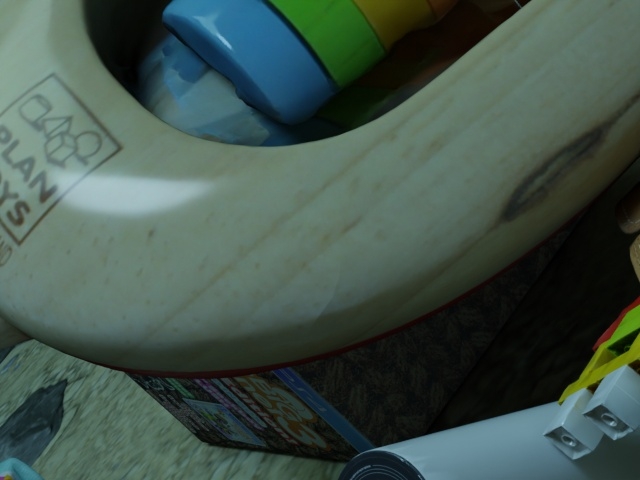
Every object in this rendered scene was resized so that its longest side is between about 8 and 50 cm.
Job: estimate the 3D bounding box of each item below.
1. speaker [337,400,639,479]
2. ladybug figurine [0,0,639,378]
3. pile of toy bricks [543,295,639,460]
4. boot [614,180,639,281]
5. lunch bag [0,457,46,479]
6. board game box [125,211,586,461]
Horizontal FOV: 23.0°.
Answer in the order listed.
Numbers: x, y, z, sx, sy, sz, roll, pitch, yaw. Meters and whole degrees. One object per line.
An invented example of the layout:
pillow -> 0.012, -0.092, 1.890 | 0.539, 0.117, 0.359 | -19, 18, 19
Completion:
speaker -> 0.071, 0.094, 0.596 | 0.136, 0.055, 0.055 | -8, -16, -44
ladybug figurine -> 0.016, -0.093, 0.749 | 0.449, 0.305, 0.162 | -37, -30, -12
pile of toy bricks -> 0.176, 0.030, 0.519 | 0.105, 0.118, 0.212 | -52, 2, -28
boot -> 0.228, -0.069, 0.681 | 0.220, 0.109, 0.283 | -42, 23, 25
lunch bag -> -0.184, 0.269, 0.753 | 0.262, 0.160, 0.223 | -48, 15, 37
board game box -> 0.000, 0.000, 0.973 | 0.232, 0.141, 0.291 | -51, 17, -19
